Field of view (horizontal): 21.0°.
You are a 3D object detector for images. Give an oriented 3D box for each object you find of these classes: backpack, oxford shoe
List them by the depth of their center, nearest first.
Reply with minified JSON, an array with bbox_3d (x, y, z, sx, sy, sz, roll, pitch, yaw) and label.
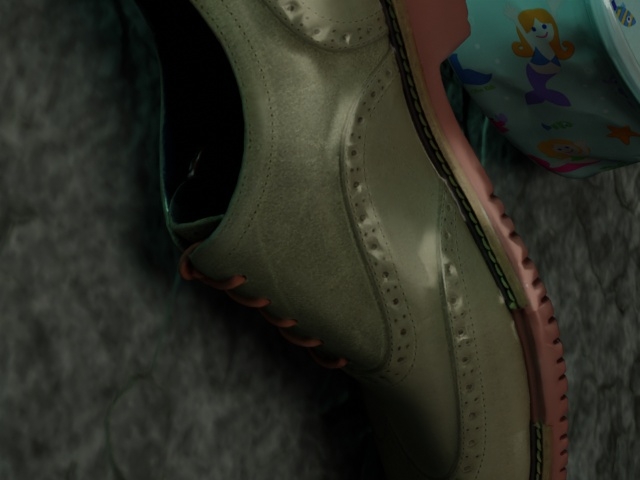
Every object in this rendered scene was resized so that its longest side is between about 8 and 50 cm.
[{"bbox_3d":[0.000,0.000,0.680,0.130,0.123,0.348,-28,111,-23],"label":"oxford shoe"},{"bbox_3d":[0.160,-0.160,0.833,0.225,0.191,0.253,37,63,-46],"label":"backpack"}]
